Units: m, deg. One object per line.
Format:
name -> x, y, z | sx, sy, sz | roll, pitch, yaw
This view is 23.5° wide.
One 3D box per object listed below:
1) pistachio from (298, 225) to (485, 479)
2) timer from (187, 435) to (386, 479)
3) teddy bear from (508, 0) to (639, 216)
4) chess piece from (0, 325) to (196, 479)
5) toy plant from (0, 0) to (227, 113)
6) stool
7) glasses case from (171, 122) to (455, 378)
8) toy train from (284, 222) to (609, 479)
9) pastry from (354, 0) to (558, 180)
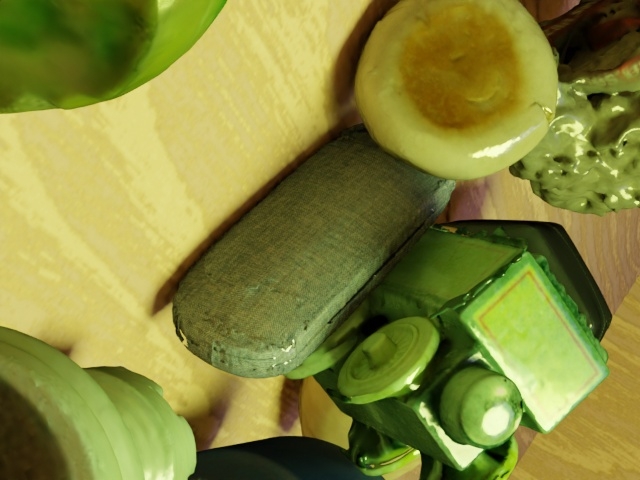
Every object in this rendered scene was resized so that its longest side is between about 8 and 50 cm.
pistachio -> 0.086, 0.111, 1.452 | 0.187, 0.187, 0.299 | -41, 159, -43
timer -> -0.114, 0.276, 1.157 | 0.384, 0.270, 0.270 | 16, 105, -57
teddy bear -> 0.284, -0.173, 1.421 | 0.367, 0.358, 0.224 | -85, 157, -65
chess piece -> -0.164, 0.139, 0.872 | 0.194, 0.195, 0.299 | -59, 171, 4
toy plant -> -0.072, -0.212, 0.586 | 0.224, 0.185, 0.315 | 106, 7, -52
stool -> 0.183, 0.081, 1.616 | 0.232, 0.232, 0.141 | -62, 164, 13
glasses case -> 0.000, 0.000, 1.160 | 0.282, 0.109, 0.067 | -46, 152, -37
toy train -> 0.086, 0.089, 1.193 | 0.188, 0.159, 0.272 | -42, -159, -15
pastry -> 0.102, -0.120, 1.167 | 0.156, 0.156, 0.092 | -56, 174, -6
